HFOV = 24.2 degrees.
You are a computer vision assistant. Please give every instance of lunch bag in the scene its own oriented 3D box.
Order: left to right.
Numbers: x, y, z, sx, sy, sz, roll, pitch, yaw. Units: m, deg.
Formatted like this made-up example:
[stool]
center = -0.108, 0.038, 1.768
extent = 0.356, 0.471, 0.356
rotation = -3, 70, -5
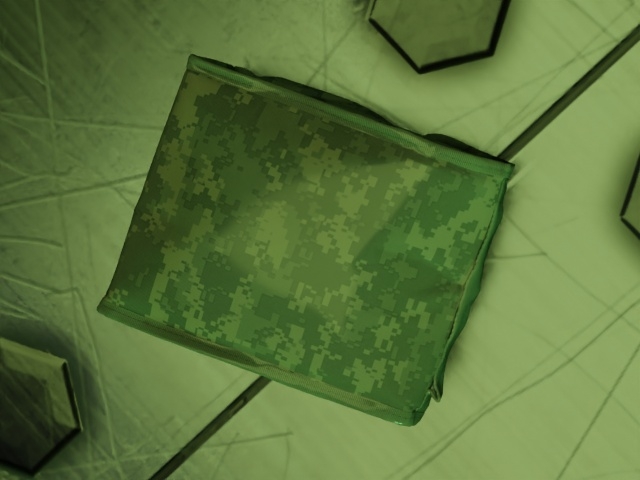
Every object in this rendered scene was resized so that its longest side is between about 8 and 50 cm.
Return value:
[lunch bag]
center = 0.000, 0.000, 1.244
extent = 0.287, 0.169, 0.235
rotation = 22, 96, 13
